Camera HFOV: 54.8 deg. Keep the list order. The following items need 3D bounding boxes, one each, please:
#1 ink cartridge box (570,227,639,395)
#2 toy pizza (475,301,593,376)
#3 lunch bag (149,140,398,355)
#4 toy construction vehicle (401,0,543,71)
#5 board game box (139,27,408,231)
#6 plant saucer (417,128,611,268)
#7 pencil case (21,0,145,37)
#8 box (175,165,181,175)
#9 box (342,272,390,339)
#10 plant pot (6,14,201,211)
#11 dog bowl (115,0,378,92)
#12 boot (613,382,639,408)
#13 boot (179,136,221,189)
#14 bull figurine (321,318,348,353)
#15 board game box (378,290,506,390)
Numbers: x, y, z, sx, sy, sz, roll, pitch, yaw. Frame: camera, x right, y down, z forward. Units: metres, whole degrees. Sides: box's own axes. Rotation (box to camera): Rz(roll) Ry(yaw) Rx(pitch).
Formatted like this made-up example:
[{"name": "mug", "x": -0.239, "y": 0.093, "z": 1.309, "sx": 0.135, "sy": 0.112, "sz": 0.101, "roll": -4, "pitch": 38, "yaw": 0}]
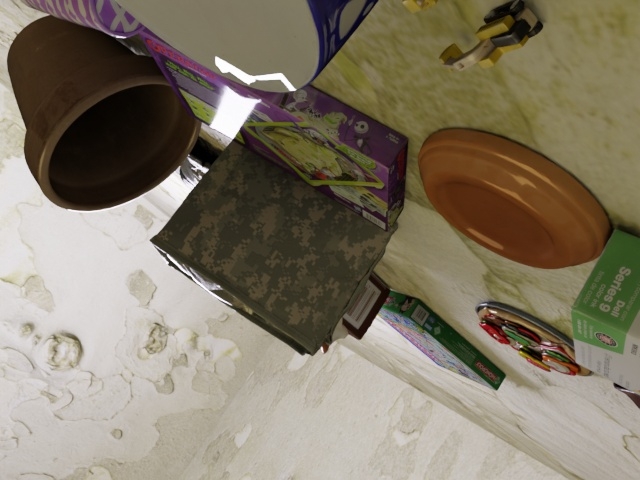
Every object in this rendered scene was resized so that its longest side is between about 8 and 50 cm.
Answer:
[{"name": "ink cartridge box", "x": 0.337, "y": 0.096, "z": 0.529, "sx": 0.212, "sy": 0.093, "sz": 0.154, "roll": 25, "pitch": 165, "yaw": 32}, {"name": "toy pizza", "x": 0.331, "y": 0.164, "z": 0.978, "sx": 0.201, "sy": 0.032, "sz": 0.201, "roll": 33, "pitch": 169, "yaw": 8}, {"name": "lunch bag", "x": -0.058, "y": 0.007, "z": 0.922, "sx": 0.287, "sy": 0.235, "sz": 0.169, "roll": 33, "pitch": 165, "yaw": 9}, {"name": "toy construction vehicle", "x": 0.087, "y": -0.146, "z": 0.385, "sx": 0.086, "sy": 0.035, "sz": 0.098, "roll": 39, "pitch": 168, "yaw": -22}, {"name": "board game box", "x": -0.051, "y": -0.144, "z": 0.770, "sx": 0.346, "sy": 0.056, "sz": 0.208, "roll": 32, "pitch": 173, "yaw": 14}, {"name": "plant saucer", "x": 0.177, "y": -0.031, "z": 0.602, "sx": 0.200, "sy": 0.037, "sz": 0.200, "roll": 33, "pitch": 168, "yaw": 8}, {"name": "pencil case", "x": -0.277, "y": -0.295, "z": 0.713, "sx": 0.206, "sy": 0.088, "sz": 0.086, "roll": 27, "pitch": -154, "yaw": 33}, {"name": "box", "x": -0.318, "y": -0.164, "z": 1.499, "sx": 0.081, "sy": 0.028, "sz": 0.136, "roll": 35, "pitch": 171, "yaw": -1}, {"name": "box", "x": -0.047, "y": 0.065, "z": 1.392, "sx": 0.381, "sy": 0.143, "sz": 0.191, "roll": 20, "pitch": 162, "yaw": 46}, {"name": "plant pot", "x": -0.349, "y": -0.210, "z": 0.925, "sx": 0.229, "sy": 0.263, "sz": 0.263, "roll": 49, "pitch": 173, "yaw": 17}, {"name": "dog bowl", "x": -0.078, "y": -0.219, "z": 0.384, "sx": 0.264, "sy": 0.104, "sz": 0.265, "roll": 33, "pitch": 169, "yaw": 7}, {"name": "boot", "x": 0.474, "y": 0.241, "z": 0.703, "sx": 0.206, "sy": 0.090, "sz": 0.248, "roll": 35, "pitch": 177, "yaw": -6}, {"name": "boot", "x": -0.182, "y": -0.104, "z": 1.236, "sx": 0.246, "sy": 0.083, "sz": 0.161, "roll": 35, "pitch": 163, "yaw": -7}, {"name": "bull figurine", "x": -0.031, "y": 0.060, "z": 1.119, "sx": 0.310, "sy": 0.188, "sz": 0.101, "roll": 43, "pitch": -177, "yaw": -15}, {"name": "board game box", "x": 0.248, "y": 0.216, "z": 1.401, "sx": 0.317, "sy": 0.046, "sz": 0.213, "roll": 40, "pitch": 167, "yaw": -25}]
